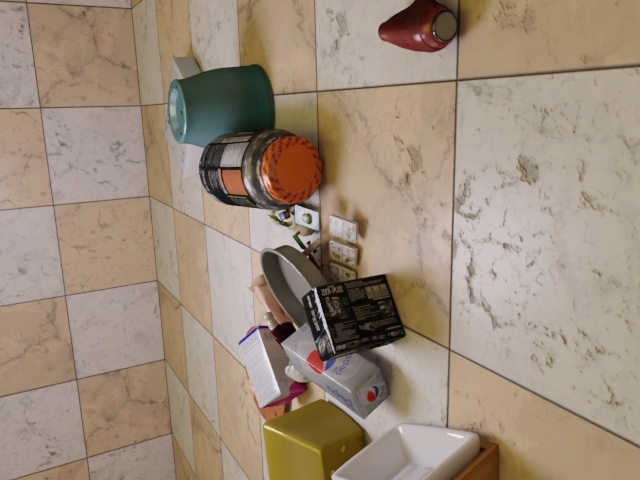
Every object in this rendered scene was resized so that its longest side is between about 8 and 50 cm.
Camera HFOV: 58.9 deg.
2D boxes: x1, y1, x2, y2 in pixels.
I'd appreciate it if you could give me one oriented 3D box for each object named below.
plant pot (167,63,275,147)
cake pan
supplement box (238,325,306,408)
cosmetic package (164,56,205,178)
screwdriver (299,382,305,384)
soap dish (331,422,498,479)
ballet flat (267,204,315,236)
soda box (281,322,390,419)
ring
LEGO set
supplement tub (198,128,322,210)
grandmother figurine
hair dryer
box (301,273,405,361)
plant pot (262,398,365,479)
[{"bbox_3d":[-0.306,-0.383,1.683,0.271,0.255,0.272,25,119,57],"label":"plant pot"},{"bbox_3d":[-0.049,0.133,1.466,0.293,0.054,0.293,43,153,28],"label":"cake pan"},{"bbox_3d":[-0.148,0.381,1.725,0.114,0.111,0.220,-43,58,31],"label":"supplement box"},{"bbox_3d":[-0.516,-0.475,2.220,0.284,0.097,0.377,58,144,32],"label":"cosmetic package"},{"bbox_3d":[-0.026,0.363,1.632,0.024,0.025,0.170,60,137,35],"label":"screwdriver"},{"bbox_3d":[0.175,0.460,1.079,0.118,0.229,0.291,64,151,-1],"label":"soap dish"},{"bbox_3d":[-0.099,-0.074,1.565,0.248,0.086,0.086,24,118,56],"label":"ballet flat"},{"bbox_3d":[0.030,0.305,1.361,0.286,0.091,0.098,22,143,50],"label":"soda box"},{"bbox_3d":[-0.186,0.457,1.935,0.336,0.032,0.337,27,122,56],"label":"ring"},{"bbox_3d":[0.000,0.000,1.405,0.244,0.060,0.182,20,125,34],"label":"LEGO set"},{"bbox_3d":[-0.160,-0.186,1.495,0.338,0.207,0.207,10,107,51],"label":"supplement tub"},{"bbox_3d":[-0.101,0.253,1.617,0.104,0.208,0.342,-39,57,11],"label":"grandmother figurine"},{"bbox_3d":[0.194,-0.430,0.967,0.293,0.080,0.224,-40,46,52],"label":"hair dryer"},{"bbox_3d":[0.070,0.164,1.216,0.077,0.180,0.147,-44,60,56],"label":"box"},{"bbox_3d":[0.002,0.553,1.447,0.187,0.212,0.212,-2,96,49],"label":"plant pot"}]
